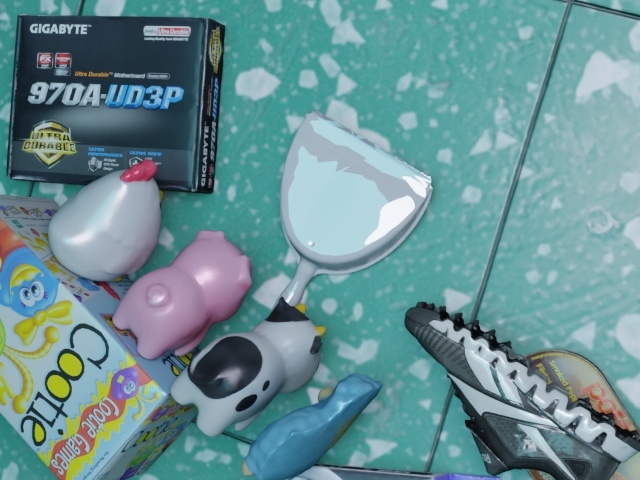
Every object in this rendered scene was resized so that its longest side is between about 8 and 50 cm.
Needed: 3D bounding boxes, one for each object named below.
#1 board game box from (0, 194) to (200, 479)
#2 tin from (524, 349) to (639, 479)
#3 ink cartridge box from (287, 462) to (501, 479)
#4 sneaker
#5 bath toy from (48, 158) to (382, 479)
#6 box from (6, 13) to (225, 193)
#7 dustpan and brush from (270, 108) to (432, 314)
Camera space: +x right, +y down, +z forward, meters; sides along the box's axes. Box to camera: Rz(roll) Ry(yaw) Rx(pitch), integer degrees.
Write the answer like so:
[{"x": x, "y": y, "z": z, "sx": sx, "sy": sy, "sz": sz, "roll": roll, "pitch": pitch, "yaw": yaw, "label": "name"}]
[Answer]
[{"x": -0.256, "y": 0.098, "z": 1.117, "sx": 0.275, "sy": 0.144, "sz": 0.142, "roll": 44, "pitch": 102, "yaw": 14, "label": "board game box"}, {"x": 0.239, "y": 0.187, "z": 1.018, "sx": 0.106, "sy": 0.040, "sz": 0.190, "roll": -34, "pitch": 79, "yaw": 18, "label": "tin"}, {"x": 0.065, "y": 0.320, "z": 1.067, "sx": 0.208, "sy": 0.045, "sz": 0.206, "roll": 1, "pitch": 89, "yaw": 16, "label": "ink cartridge box"}, {"x": 0.157, "y": 0.148, "z": 0.986, "sx": 0.234, "sy": 0.078, "sz": 0.106, "roll": 35, "pitch": 96, "yaw": 13, "label": "sneaker"}, {"x": -0.105, "y": 0.057, "z": 1.051, "sx": 0.348, "sy": 0.151, "sz": 0.129, "roll": 44, "pitch": 111, "yaw": 15, "label": "bath toy"}, {"x": -0.211, "y": -0.141, "z": 1.155, "sx": 0.220, "sy": 0.051, "sz": 0.175, "roll": 5, "pitch": 91, "yaw": 18, "label": "box"}, {"x": 0.000, "y": 0.000, "z": 1.091, "sx": 0.147, "sy": 0.060, "sz": 0.211, "roll": 32, "pitch": 92, "yaw": 11, "label": "dustpan and brush"}]
